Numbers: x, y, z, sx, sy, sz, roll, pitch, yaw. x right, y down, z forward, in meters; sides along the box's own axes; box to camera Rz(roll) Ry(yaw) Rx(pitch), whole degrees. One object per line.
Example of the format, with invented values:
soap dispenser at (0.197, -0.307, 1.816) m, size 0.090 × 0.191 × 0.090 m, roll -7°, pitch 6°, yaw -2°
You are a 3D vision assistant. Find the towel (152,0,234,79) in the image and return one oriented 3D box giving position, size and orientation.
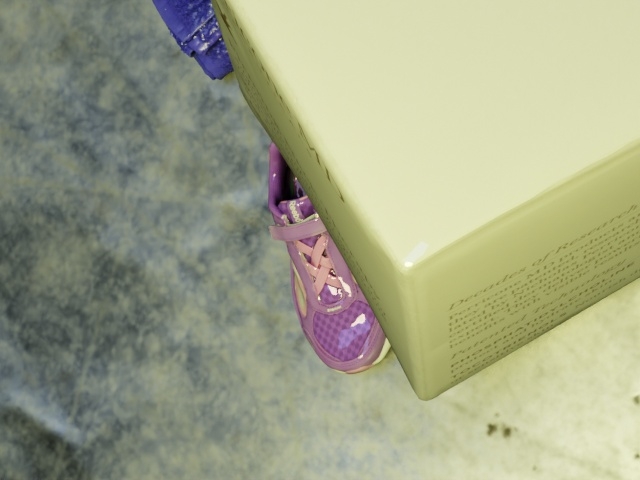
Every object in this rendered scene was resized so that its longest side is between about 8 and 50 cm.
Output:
towel at (-0.043, -0.322, 1.632) m, size 0.308 × 0.076 × 0.228 m, roll -36°, pitch 73°, yaw 15°

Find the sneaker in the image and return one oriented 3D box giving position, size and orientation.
sneaker at (0.000, 0.000, 1.567) m, size 0.095 × 0.104 × 0.236 m, roll -13°, pitch 81°, yaw 19°

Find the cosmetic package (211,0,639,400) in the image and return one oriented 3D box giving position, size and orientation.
cosmetic package at (0.128, -0.131, 1.331) m, size 0.327 × 0.394 × 0.329 m, roll -29°, pitch 72°, yaw -4°
